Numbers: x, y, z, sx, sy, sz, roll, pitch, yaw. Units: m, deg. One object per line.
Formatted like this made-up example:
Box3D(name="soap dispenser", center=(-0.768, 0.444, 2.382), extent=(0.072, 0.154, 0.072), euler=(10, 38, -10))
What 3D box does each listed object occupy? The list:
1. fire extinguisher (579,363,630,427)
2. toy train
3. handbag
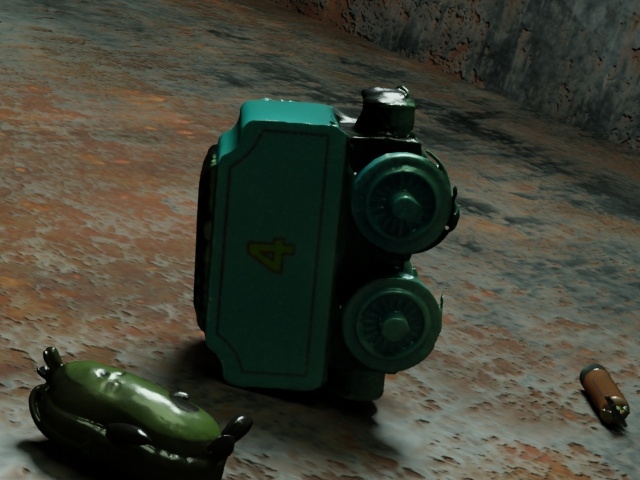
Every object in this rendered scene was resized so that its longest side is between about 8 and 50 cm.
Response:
Box3D(name="fire extinguisher", center=(0.205, 0.112, 1.106), extent=(0.028, 0.022, 0.083), euler=(53, 7, -16))
Box3D(name="toy train", center=(0.000, 0.000, 0.946), extent=(0.154, 0.198, 0.107), euler=(4, 15, -5))
Box3D(name="handbag", center=(-0.095, 0.092, 0.765), extent=(0.111, 0.047, 0.072), euler=(22, 14, 7))
